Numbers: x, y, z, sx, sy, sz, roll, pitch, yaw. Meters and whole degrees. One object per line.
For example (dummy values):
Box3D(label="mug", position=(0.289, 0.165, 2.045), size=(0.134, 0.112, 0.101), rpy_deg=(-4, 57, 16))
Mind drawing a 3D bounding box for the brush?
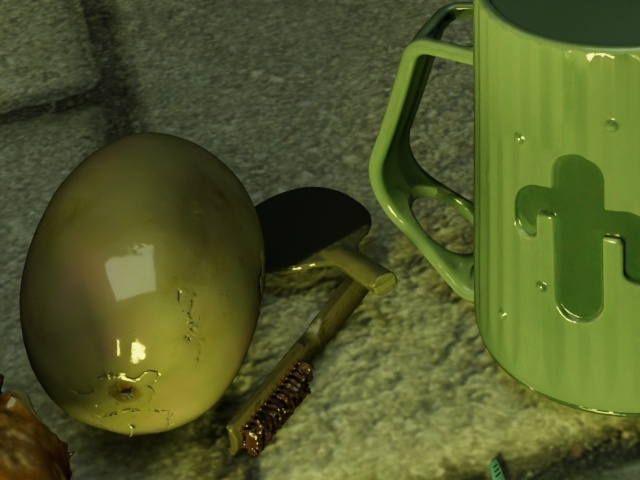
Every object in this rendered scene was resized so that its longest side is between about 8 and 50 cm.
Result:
Box3D(label="brush", position=(-0.009, 0.113, 1.302), size=(0.036, 0.043, 0.248), rpy_deg=(25, 50, 20))

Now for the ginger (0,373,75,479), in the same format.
Box3D(label="ginger", position=(-0.324, 0.151, 1.099), size=(0.418, 0.176, 0.254), rpy_deg=(0, 61, 50))

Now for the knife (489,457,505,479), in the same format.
Box3D(label="knife", position=(0.161, 0.227, 1.187), size=(0.014, 0.005, 0.091), rpy_deg=(-9, 43, -2))

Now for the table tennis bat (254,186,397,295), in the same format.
Box3D(label="table tennis bat", position=(0.000, 0.000, 1.393), size=(0.138, 0.022, 0.246), rpy_deg=(-30, 34, -20))

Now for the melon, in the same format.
Box3D(label="melon", position=(-0.163, 0.039, 1.263), size=(0.223, 0.223, 0.317), rpy_deg=(-2, 43, 3))

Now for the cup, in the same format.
Box3D(label="cup", position=(0.239, -0.065, 1.224), size=(0.401, 0.392, 0.310), rpy_deg=(-7, 37, 6))
